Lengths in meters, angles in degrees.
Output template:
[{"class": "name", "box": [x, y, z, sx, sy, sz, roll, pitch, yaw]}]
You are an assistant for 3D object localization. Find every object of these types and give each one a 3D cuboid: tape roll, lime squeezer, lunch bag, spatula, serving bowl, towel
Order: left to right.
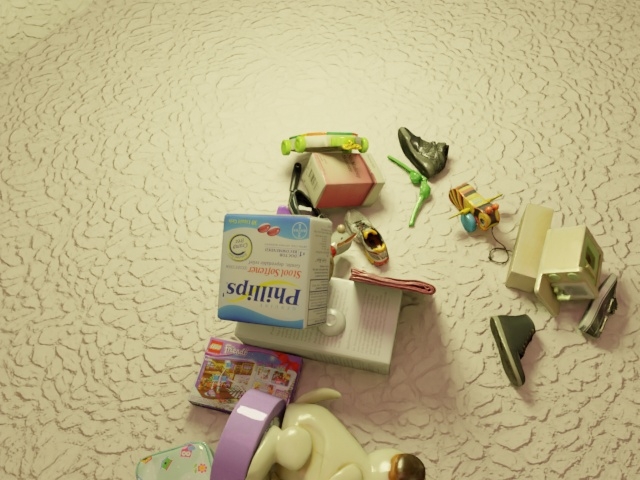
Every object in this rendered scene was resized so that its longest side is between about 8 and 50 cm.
[{"class": "lunch bag", "box": [-0.353, 0.686, 1.511, 0.224, 0.108, 0.279, -15, 60, -10]}, {"class": "tape roll", "box": [-0.179, 0.526, 1.473, 0.090, 0.275, 0.275, 17, 61, 13]}, {"class": "spatula", "box": [-0.102, -0.160, 2.049, 0.084, 0.030, 0.296, 11, 58, -4]}, {"class": "serving bowl", "box": [0.029, 0.225, 1.612, 0.083, 0.027, 0.083, -2, 66, 4]}, {"class": "towel", "box": [0.217, 0.120, 1.697, 0.237, 0.329, 0.037, 10, 88, 10]}, {"class": "lime squeezer", "box": [0.327, -0.194, 2.037, 0.110, 0.059, 0.310, -27, 57, 23]}]

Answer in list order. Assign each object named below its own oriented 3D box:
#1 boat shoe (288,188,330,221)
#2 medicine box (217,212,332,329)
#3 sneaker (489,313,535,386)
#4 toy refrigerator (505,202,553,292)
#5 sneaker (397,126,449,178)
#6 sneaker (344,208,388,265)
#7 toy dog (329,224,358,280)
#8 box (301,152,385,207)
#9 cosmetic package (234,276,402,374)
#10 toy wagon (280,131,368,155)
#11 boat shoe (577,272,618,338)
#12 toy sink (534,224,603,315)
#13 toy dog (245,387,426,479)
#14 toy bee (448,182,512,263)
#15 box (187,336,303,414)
[{"class": "boat shoe", "box": [-0.023, -0.063, 1.946, 0.095, 0.079, 0.254, -22, 69, -18]}, {"class": "medicine box", "box": [-0.122, 0.079, 1.553, 0.263, 0.149, 0.289, 3, 88, 22]}, {"class": "sneaker", "box": [0.586, 0.311, 1.682, 0.118, 0.083, 0.222, -9, 58, -1]}, {"class": "toy refrigerator", "box": [0.672, 0.023, 1.839, 0.094, 0.102, 0.269, 17, 61, 14]}, {"class": "sneaker", "box": [0.379, -0.336, 2.091, 0.130, 0.087, 0.227, -28, 64, -14]}, {"class": "sneaker", "box": [0.157, -0.027, 1.914, 0.088, 0.093, 0.225, -30, 61, -14]}, {"class": "toy dog", "box": [0.000, 0.000, 1.729, 0.220, 0.161, 0.334, 7, 20, 2]}, {"class": "box", "box": [0.077, -0.206, 1.962, 0.232, 0.127, 0.148, -5, 55, -27]}, {"class": "cosmetic package", "box": [0.001, 0.235, 1.715, 0.453, 0.161, 0.230, 10, 68, 10]}, {"class": "toy wagon", "box": [0.032, -0.334, 1.989, 0.267, 0.344, 0.068, -5, 95, -26]}, {"class": "boat shoe", "box": [0.855, 0.198, 1.739, 0.070, 0.078, 0.219, 32, 70, 15]}, {"class": "toy sink", "box": [0.755, 0.094, 1.733, 0.131, 0.153, 0.234, -8, 48, 46]}, {"class": "toy dog", "box": [0.063, 0.604, 1.467, 0.408, 0.284, 0.395, 17, 38, 14]}, {"class": "toy bee", "box": [0.538, -0.097, 1.889, 0.298, 0.162, 0.195, 38, 66, 23]}, {"class": "box", "box": [-0.216, 0.414, 1.695, 0.293, 0.057, 0.201, 11, 62, 11]}]
